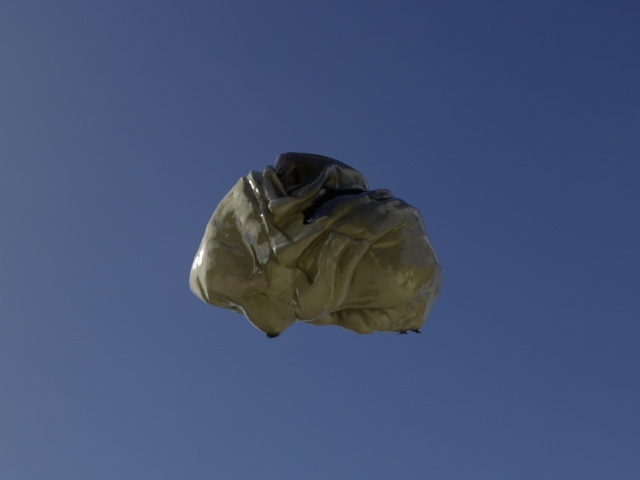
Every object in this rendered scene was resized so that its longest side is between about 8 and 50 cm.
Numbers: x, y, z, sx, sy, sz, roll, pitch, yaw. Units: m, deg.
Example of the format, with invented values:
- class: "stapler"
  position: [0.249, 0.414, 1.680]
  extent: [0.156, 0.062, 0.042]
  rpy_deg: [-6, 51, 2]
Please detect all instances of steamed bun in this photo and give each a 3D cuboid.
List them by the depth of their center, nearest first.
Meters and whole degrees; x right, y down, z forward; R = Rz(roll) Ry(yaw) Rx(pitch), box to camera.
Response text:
- class: "steamed bun"
  position: [0.000, 0.000, 1.561]
  extent: [0.320, 0.275, 0.206]
  rpy_deg: [3, -72, -31]
